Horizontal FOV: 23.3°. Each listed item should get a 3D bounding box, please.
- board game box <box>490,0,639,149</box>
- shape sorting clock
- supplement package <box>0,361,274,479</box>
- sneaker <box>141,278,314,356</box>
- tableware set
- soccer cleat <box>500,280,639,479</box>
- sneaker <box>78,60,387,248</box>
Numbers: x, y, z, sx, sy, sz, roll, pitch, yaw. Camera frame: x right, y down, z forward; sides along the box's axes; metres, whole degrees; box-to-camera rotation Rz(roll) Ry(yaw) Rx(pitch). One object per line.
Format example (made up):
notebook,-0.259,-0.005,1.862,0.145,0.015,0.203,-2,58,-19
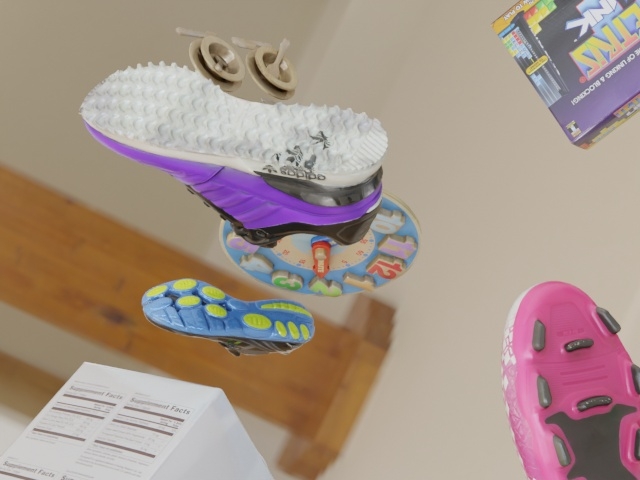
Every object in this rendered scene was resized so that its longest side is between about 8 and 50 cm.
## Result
board game box,0.259,-0.187,1.382,0.141,0.170,0.048,59,20,22
shape sorting clock,0.000,0.000,1.575,0.206,0.040,0.206,-1,-34,-1
supplement package,-0.195,0.284,1.465,0.198,0.263,0.199,6,-45,40
sneaker,-0.101,0.092,1.647,0.188,0.067,0.078,11,-39,-22
tableware set,-0.096,-0.240,2.107,0.194,0.039,0.128,2,55,-49
soccer cleat,0.190,0.199,1.167,0.116,0.331,0.143,-15,-6,-30
sneaker,-0.081,-0.059,1.400,0.293,0.102,0.146,16,-40,18
